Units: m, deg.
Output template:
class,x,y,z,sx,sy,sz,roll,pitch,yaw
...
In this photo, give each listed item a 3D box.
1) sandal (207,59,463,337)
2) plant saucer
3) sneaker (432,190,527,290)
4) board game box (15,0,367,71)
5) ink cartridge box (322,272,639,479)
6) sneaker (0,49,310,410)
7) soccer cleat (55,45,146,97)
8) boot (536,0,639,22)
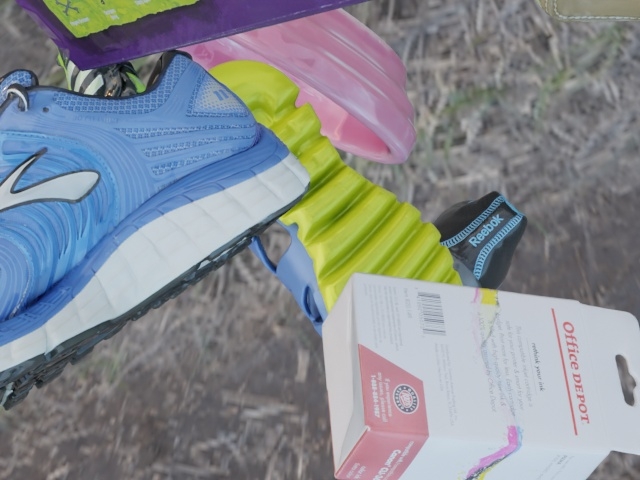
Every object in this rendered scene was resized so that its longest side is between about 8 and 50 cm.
class,x,y,z,sx,sy,sz,roll,pitch,yaw
sandal,0.000,0.000,1.367,0.126,0.138,0.317,-33,83,-26
plant saucer,-0.046,-0.187,1.576,0.332,0.332,0.084,30,86,-8
sneaker,0.152,0.035,1.807,0.125,0.341,0.140,43,83,0
board game box,-0.045,-0.151,0.438,0.208,0.347,0.056,44,66,-25
ink cartridge box,0.107,0.094,1.032,0.198,0.115,0.067,8,142,-16
sneaker,-0.167,0.000,0.890,0.147,0.330,0.130,54,146,3
soccer cleat,-0.167,-0.126,1.278,0.072,0.060,0.179,-13,73,25
boot,0.243,-0.123,0.980,0.213,0.165,0.077,-8,147,-3
